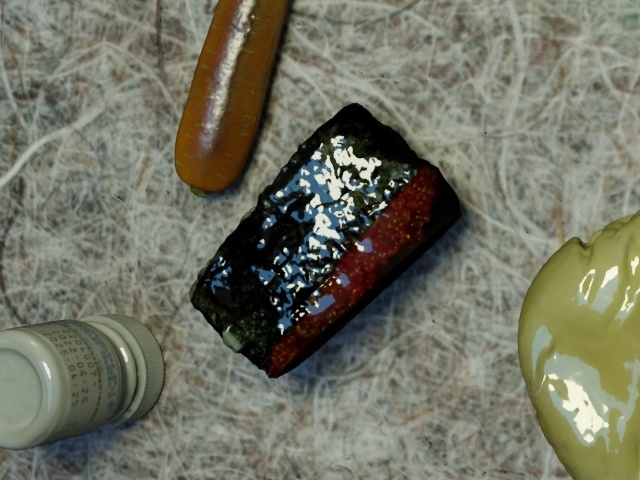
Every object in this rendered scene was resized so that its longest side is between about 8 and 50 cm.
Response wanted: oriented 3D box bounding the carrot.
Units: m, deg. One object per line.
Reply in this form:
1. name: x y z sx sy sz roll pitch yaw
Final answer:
1. carrot: -0.074 -0.143 1.377 0.067 0.067 0.225 21 99 24

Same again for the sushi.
1. sushi: 0.000 0.000 1.309 0.225 0.136 0.126 -45 82 16

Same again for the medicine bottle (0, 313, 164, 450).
1. medicine bottle: -0.220 0.119 1.403 0.105 0.168 0.105 1 93 27

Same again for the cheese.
1. cheese: 0.262 0.088 1.202 0.214 0.117 0.226 -21 88 22
